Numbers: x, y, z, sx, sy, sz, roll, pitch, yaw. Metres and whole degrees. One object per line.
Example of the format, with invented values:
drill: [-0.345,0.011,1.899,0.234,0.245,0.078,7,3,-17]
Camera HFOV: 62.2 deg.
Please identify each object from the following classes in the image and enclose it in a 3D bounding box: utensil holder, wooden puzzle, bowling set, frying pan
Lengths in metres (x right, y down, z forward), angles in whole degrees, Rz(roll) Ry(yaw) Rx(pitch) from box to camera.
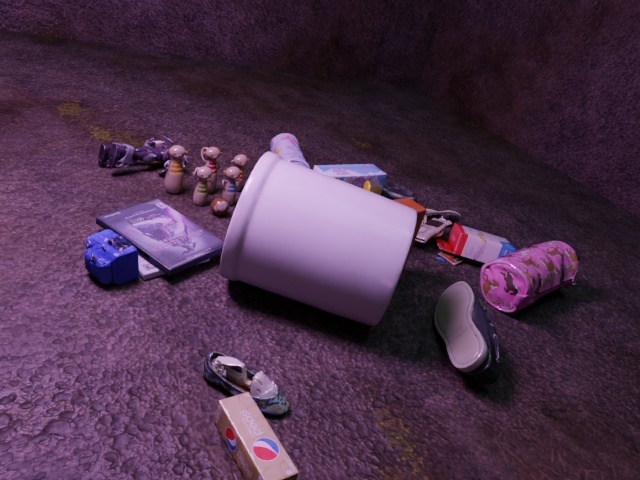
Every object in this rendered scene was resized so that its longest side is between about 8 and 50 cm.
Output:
utensil holder: [0.000,0.000,1.285,0.386,0.327,0.327,19,29,2]
wooden puzzle: [0.430,0.052,1.741,0.079,0.014,0.116,31,32,24]
bowling set: [-0.310,-0.185,1.613,0.287,0.154,0.200,-9,38,-38]
frying pan: [0.244,-0.208,2.060,0.197,0.053,0.326,0,29,-42]

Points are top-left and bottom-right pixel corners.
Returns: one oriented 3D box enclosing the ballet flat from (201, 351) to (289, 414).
ballet flat: [-0.142,0.268,1.009,0.189,0.070,0.070,22,29,9]

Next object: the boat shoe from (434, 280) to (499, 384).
boat shoe: [0.374,0.226,1.317,0.113,0.127,0.340,42,17,-15]

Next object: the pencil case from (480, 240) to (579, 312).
pencil case: [0.645,0.104,1.624,0.386,0.159,0.167,-11,4,-41]

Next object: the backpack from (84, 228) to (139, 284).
backpack: [-0.482,0.033,1.201,0.120,0.097,0.101,35,37,27]

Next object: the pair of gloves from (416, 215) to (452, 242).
pair of gloves: [0.307,-0.068,1.825,0.240,0.042,0.204,25,29,34]

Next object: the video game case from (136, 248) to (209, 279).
video game case: [-0.406,0.023,1.339,0.173,0.022,0.190,36,35,30]

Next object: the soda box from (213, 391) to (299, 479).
soda box: [-0.113,0.346,0.896,0.061,0.058,0.181,-7,37,-36]

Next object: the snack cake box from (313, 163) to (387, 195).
snack cake box: [0.087,-0.174,1.807,0.265,0.152,0.089,-8,38,-38]

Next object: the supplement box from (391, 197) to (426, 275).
supplement box: [0.213,0.001,1.486,0.078,0.233,0.080,-11,36,-40]

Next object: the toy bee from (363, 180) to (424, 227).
toy bee: [0.172,-0.097,1.655,0.299,0.195,0.162,-19,-10,-2]

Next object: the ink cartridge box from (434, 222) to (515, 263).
ink cartridge box: [0.509,0.011,1.765,0.231,0.077,0.134,17,16,-1]

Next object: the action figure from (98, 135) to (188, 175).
action figure: [-0.552,-0.273,1.707,0.285,0.099,0.185,-9,31,-44]

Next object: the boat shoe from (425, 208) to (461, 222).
boat shoe: [0.442,-0.080,1.942,0.152,0.056,0.049,4,35,-5]

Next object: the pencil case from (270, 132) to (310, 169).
pencil case: [-0.112,-0.299,1.962,0.124,0.113,0.273,16,27,-24]

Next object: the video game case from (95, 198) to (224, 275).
video game case: [-0.404,-0.017,1.359,0.274,0.026,0.196,30,32,23]
